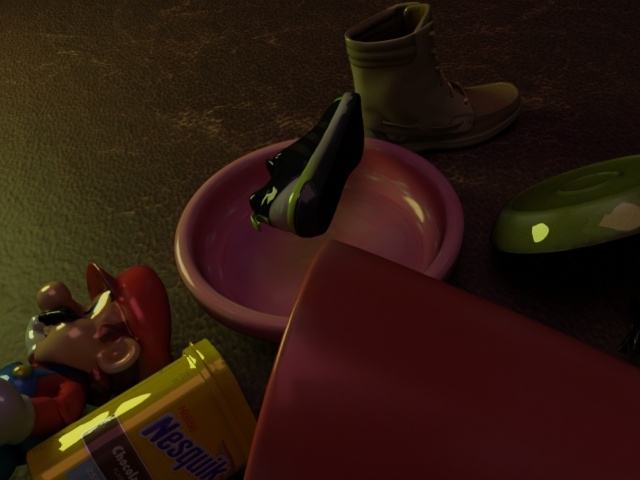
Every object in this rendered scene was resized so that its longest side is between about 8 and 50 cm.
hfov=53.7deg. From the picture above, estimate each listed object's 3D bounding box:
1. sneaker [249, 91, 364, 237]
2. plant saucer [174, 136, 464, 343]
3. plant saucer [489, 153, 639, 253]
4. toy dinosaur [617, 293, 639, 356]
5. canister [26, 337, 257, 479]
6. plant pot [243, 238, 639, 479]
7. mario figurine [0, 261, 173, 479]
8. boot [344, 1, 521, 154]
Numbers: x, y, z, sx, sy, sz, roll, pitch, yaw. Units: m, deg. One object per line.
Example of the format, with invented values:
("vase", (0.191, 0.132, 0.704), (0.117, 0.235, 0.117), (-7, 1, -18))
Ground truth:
("sneaker", (-0.016, -0.099, 0.732), (0.097, 0.084, 0.235), (8, 45, 18))
("plant saucer", (0.000, 0.000, 0.747), (0.332, 0.084, 0.332), (-5, 43, 4))
("plant saucer", (0.299, -0.049, 0.695), (0.240, 0.037, 0.241), (-20, 11, 4))
("toy dinosaur", (0.424, 0.079, 0.591), (0.218, 0.164, 0.322), (20, 30, 8))
("canister", (-0.143, 0.182, 0.544), (0.170, 0.126, 0.073), (-31, 29, -20))
("plant pot", (0.090, 0.159, 0.456), (0.243, 0.275, 0.275), (13, 46, 6))
("mario figurine", (-0.284, 0.125, 0.595), (0.198, 0.170, 0.320), (23, 53, 31))
("boot", (0.163, -0.230, 0.878), (0.261, 0.203, 0.095), (-13, 44, -4))
